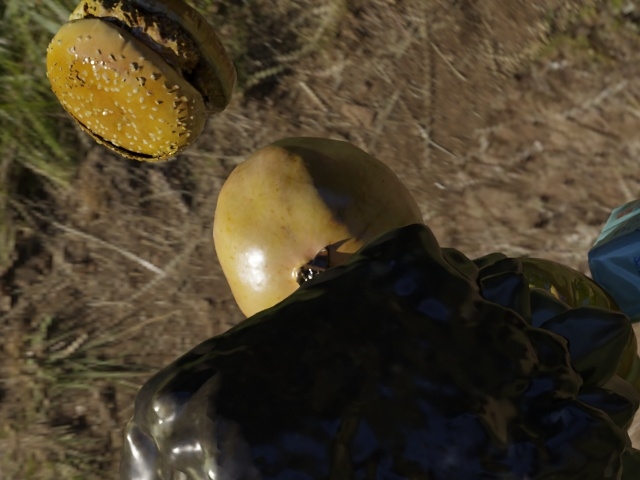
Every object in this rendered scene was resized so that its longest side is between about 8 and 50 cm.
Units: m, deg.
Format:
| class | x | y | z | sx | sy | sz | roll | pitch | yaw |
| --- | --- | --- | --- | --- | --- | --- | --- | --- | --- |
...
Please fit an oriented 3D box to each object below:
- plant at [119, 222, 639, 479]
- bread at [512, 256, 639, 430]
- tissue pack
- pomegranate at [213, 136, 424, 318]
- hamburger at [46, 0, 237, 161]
| class | x | y | z | sx | sy | sz | roll | pitch | yaw |
| --- | --- | --- | --- | --- | --- | --- | --- | --- | --- |
| plant | 0.033 | 0.075 | 0.499 | 0.129 | 0.194 | 0.132 | 51 | 143 | 30 |
| bread | 0.163 | 0.121 | 1.161 | 0.213 | 0.105 | 0.213 | 0 | 109 | 0 |
| tissue pack | 0.373 | -0.015 | 1.231 | 0.263 | 0.177 | 0.089 | -19 | 99 | 24 |
| pomegranate | 0.000 | -0.003 | 1.267 | 0.191 | 0.191 | 0.191 | -1 | 86 | 19 |
| hamburger | -0.177 | -0.164 | 1.414 | 0.191 | 0.182 | 0.118 | -25 | 36 | 52 |
